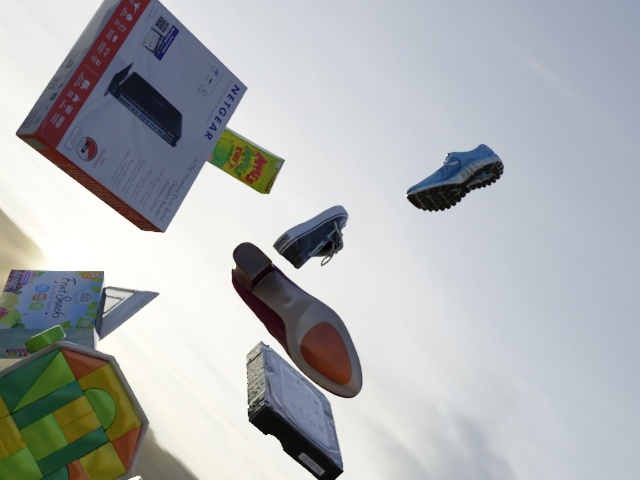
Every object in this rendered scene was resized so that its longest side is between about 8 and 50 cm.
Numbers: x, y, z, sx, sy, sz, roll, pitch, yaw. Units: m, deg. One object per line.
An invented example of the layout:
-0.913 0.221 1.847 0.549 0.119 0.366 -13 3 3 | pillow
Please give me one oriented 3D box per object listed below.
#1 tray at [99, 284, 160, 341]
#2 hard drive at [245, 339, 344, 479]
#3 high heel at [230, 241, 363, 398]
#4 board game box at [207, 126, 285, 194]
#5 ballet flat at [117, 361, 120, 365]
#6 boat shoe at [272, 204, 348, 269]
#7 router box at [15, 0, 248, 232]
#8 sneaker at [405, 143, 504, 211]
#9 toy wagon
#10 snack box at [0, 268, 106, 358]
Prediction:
-0.413 0.131 1.839 0.030 0.145 0.270 56 -22 -16 | tray
-0.061 0.373 2.096 0.237 0.064 0.339 44 8 -15 | hard drive
-0.043 0.167 1.867 0.377 0.127 0.181 54 -12 18 | high heel
-0.181 -0.190 2.219 0.181 0.092 0.043 31 13 20 | board game box
-0.572 0.301 2.187 0.221 0.077 0.079 13 30 -25 | ballet flat
0.003 -0.003 2.292 0.105 0.113 0.306 49 25 8 | boat shoe
-0.321 -0.233 1.680 0.082 0.335 0.301 5 -28 48 | router box
0.213 -0.103 1.530 0.063 0.162 0.073 58 11 -47 | sneaker
-0.414 0.292 1.308 0.267 0.344 0.068 63 -15 -2 | toy wagon
-0.475 0.127 1.675 0.207 0.174 0.070 -101 -166 -61 | snack box
